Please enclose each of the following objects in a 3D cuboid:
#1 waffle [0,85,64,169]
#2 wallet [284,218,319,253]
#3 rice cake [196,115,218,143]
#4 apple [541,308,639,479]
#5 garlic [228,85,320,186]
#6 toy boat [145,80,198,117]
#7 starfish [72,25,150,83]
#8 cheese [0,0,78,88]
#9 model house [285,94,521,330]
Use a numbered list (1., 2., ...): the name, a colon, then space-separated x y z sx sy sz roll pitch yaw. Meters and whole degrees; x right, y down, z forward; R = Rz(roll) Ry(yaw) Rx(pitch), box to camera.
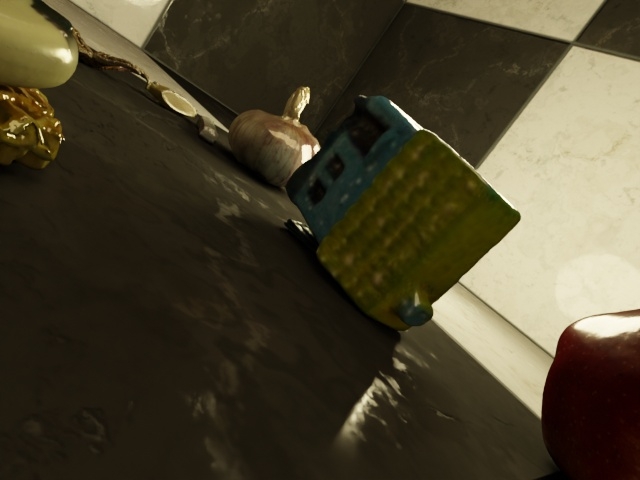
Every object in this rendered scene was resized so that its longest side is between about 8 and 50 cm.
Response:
1. waffle: -0.263 -0.112 0.310 0.149 0.051 0.194 29 12 -44
2. wallet: 0.000 0.000 0.759 0.088 0.026 0.129 41 11 25
3. rice cake: -0.279 -0.274 1.080 0.047 0.036 0.207 18 17 -25
4. apple: 0.392 0.197 0.441 0.288 0.288 0.317 35 -8 -7
5. garlic: -0.086 -0.261 1.073 0.245 0.253 0.245 29 4 -2
6. toy boat: -0.363 -0.341 1.074 0.048 0.047 0.149 26 1 27
7. starfish: -0.455 -0.376 0.899 0.238 0.057 0.213 37 17 30
8. cheese: -0.242 -0.129 0.211 0.127 0.054 0.251 36 19 -2
9. model house: 0.119 -0.031 0.646 0.215 0.237 0.303 28 22 -37
